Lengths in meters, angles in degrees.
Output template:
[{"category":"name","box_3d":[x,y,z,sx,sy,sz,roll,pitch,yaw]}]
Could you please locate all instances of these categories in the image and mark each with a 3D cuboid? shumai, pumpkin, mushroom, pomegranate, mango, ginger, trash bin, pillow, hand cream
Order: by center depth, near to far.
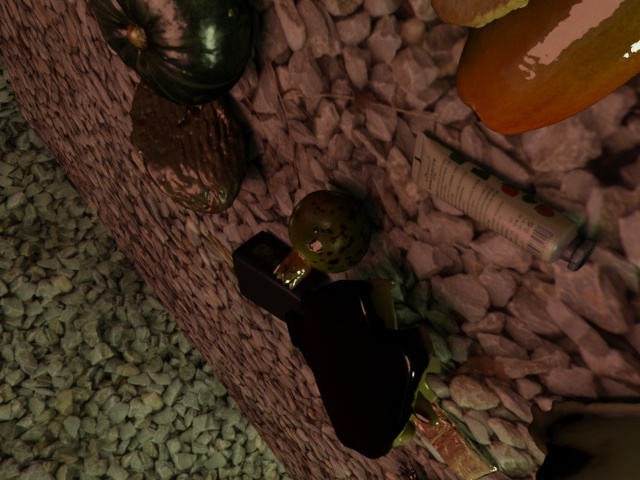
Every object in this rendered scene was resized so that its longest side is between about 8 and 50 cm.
[{"category":"mango","box_3d":[0.236,-0.205,0.426,0.289,0.129,0.146,-40,60,56]},{"category":"mushroom","box_3d":[0.398,0.327,0.643,0.292,0.217,0.212,-12,113,57]},{"category":"hand cream","box_3d":[0.228,-0.052,0.672,0.276,0.059,0.095,40,148,33]},{"category":"pumpkin","box_3d":[-0.246,-0.385,0.859,0.300,0.207,0.300,23,139,21]},{"category":"pomegranate","box_3d":[0.000,0.000,0.904,0.159,0.205,0.159,42,176,3]},{"category":"ginger","box_3d":[0.112,0.219,0.999,0.358,0.211,0.413,56,143,25]},{"category":"pillow","box_3d":[0.270,0.422,1.092,0.232,0.043,0.126,47,144,17]},{"category":"shumai","box_3d":[-0.272,-0.211,1.155,0.346,0.217,0.283,62,-178,8]},{"category":"trash bin","box_3d":[-0.092,0.109,1.216,0.225,0.115,0.165,32,143,31]}]

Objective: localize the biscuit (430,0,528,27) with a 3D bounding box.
[{"category":"biscuit","box_3d":[0.162,-0.293,0.429,0.220,0.033,0.220,-32,53,54]}]

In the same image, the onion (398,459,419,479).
[{"category":"onion","box_3d":[0.255,0.729,1.288,0.273,0.285,0.273,14,162,5]}]
